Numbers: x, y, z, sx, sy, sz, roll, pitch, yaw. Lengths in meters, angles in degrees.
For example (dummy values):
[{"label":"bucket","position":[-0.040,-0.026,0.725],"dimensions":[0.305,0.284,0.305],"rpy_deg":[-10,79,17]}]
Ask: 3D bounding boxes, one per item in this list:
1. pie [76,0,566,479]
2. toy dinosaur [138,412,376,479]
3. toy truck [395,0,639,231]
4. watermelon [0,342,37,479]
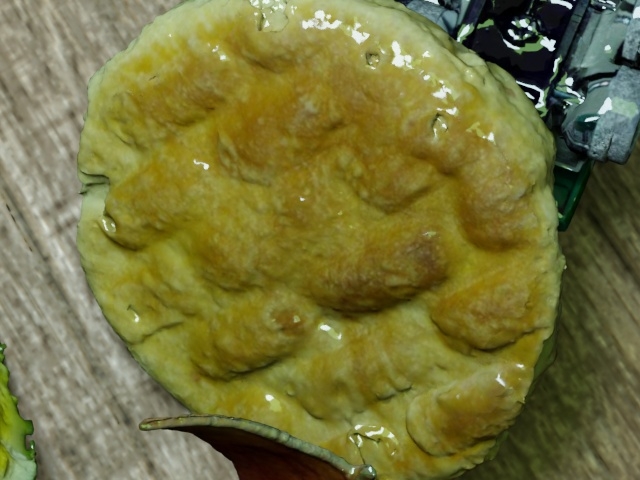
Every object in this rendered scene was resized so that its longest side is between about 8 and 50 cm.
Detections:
[{"label":"pie","position":[0.000,0.000,1.178],"dimensions":[0.340,0.083,0.339],"rpy_deg":[12,119,22]},{"label":"toy dinosaur","position":[-0.021,0.271,1.171],"dimensions":[0.207,0.113,0.327],"rpy_deg":[16,104,20]},{"label":"toy truck","position":[0.150,-0.169,1.242],"dimensions":[0.177,0.178,0.363],"rpy_deg":[20,79,12]},{"label":"watermelon","position":[-0.273,0.064,1.225],"dimensions":[0.123,0.129,0.301],"rpy_deg":[-35,75,-8]}]
